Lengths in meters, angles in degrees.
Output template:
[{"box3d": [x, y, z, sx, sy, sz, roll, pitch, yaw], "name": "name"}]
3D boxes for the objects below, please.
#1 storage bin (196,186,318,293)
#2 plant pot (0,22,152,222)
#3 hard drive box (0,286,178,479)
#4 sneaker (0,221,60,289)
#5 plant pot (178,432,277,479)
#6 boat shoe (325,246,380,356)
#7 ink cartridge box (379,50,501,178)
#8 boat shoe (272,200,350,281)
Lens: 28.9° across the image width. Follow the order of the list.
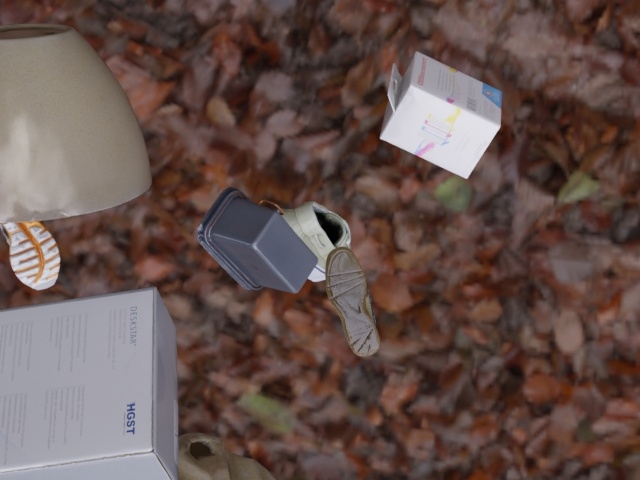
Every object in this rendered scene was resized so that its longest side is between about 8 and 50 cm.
[{"box3d": [-0.066, 0.003, 1.518, 0.091, 0.098, 0.135, 16, 155, 43], "name": "storage bin"}, {"box3d": [-0.346, -0.152, 1.457, 0.284, 0.284, 0.191, 3, 108, 14], "name": "plant pot"}, {"box3d": [-0.259, 0.156, 1.190, 0.232, 0.181, 0.089, -8, 144, 5], "name": "hard drive box"}, {"box3d": [-0.502, -0.018, 2.109, 0.084, 0.083, 0.215, -20, 109, -9], "name": "sneaker"}, {"box3d": [-0.171, 0.376, 1.280, 0.305, 0.334, 0.334, -43, 112, 15], "name": "plant pot"}, {"box3d": [0.040, 0.079, 1.646, 0.056, 0.049, 0.152, -14, 101, -1], "name": "boat shoe"}, {"box3d": [0.144, -0.162, 1.558, 0.143, 0.092, 0.090, 24, 126, -7], "name": "ink cartridge box"}, {"box3d": [0.000, 0.000, 1.954, 0.094, 0.302, 0.109, -18, 80, 16], "name": "boat shoe"}]
